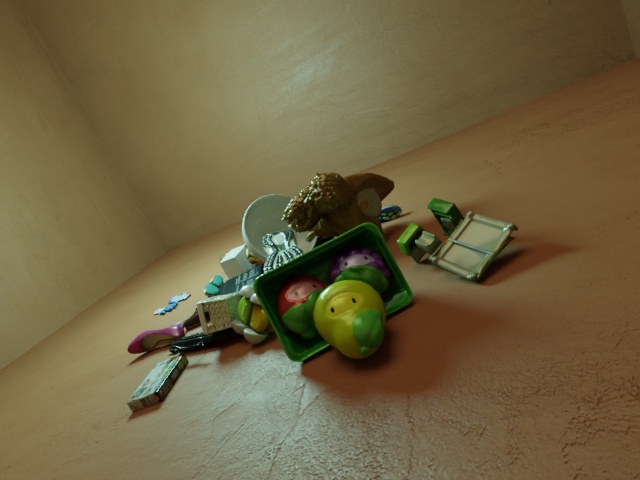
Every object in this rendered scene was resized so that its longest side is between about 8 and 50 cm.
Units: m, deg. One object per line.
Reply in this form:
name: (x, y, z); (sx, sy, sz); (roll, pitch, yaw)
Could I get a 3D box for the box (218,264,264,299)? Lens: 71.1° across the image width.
box: (-0.296, 0.207, 1.759); (0.185, 0.103, 0.261); (-23, 15, -1)

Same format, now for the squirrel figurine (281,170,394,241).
squirrel figurine: (0.038, -0.125, 1.814); (0.397, 0.280, 0.371); (17, -18, -33)

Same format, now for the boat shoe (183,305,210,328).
boat shoe: (-0.476, 0.289, 1.841); (0.207, 0.073, 0.073); (-28, 16, -5)

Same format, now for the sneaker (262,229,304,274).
sneaker: (-0.117, 0.112, 1.680); (0.158, 0.181, 0.410); (-16, 28, 1)

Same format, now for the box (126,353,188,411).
box: (-0.510, 0.445, 1.420); (0.114, 0.036, 0.207); (-22, 15, 13)

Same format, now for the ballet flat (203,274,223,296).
ballet flat: (-0.521, 0.234, 2.156); (0.067, 0.073, 0.206); (-51, 4, 18)

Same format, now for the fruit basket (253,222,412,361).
fruit basket: (0.043, 0.146, 1.139); (0.393, 0.282, 0.392); (-27, -3, -2)

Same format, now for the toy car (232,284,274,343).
toy car: (-0.190, 0.234, 1.431); (0.136, 0.159, 0.182); (10, 4, -39)

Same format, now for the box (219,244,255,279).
box: (-0.399, 0.116, 2.198); (0.091, 0.130, 0.170); (-21, 15, 17)

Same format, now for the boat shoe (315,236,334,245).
boat shoe: (0.000, 0.000, 2.096); (0.142, 0.049, 0.040); (-29, 52, 8)

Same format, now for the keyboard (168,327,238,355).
keyboard: (-0.399, 0.337, 1.547); (0.318, 0.033, 0.202); (-18, 4, 29)

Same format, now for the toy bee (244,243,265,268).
toy bee: (-0.280, 0.062, 2.128); (0.196, 0.162, 0.298); (-20, 16, 16)

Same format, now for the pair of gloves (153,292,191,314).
pair of gloves: (-0.761, 0.322, 2.309); (0.160, 0.023, 0.198); (-16, 18, 34)

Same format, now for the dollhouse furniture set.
dollhouse furniture set: (0.404, 0.025, 1.284); (0.197, 0.151, 0.302); (-50, 37, -9)

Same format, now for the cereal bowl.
cereal bowl: (-0.194, -0.033, 2.039); (0.339, 0.338, 0.141); (-34, -8, -29)

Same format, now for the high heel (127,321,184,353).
high heel: (-0.648, 0.399, 1.754); (0.244, 0.082, 0.117); (-19, 15, -4)

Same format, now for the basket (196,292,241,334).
basket: (-0.334, 0.243, 1.530); (0.103, 0.113, 0.167); (-15, -1, 7)

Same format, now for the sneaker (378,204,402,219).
sneaker: (0.275, -0.121, 2.002); (0.188, 0.067, 0.078); (-19, 22, 35)

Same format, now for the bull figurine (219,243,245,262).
bull figurine: (-0.403, 0.063, 2.447); (0.311, 0.101, 0.188); (-29, 16, -13)
